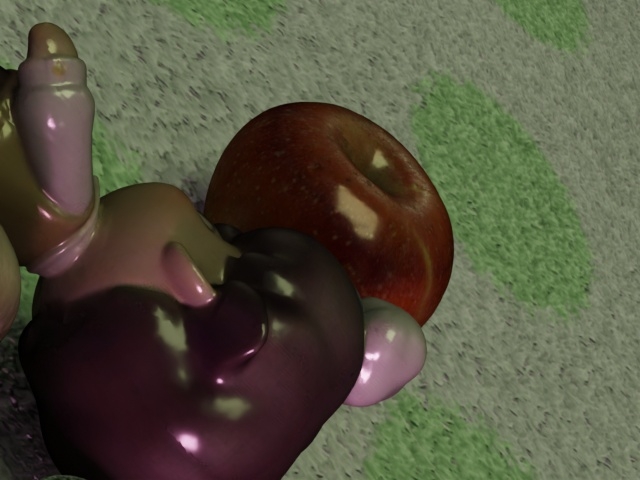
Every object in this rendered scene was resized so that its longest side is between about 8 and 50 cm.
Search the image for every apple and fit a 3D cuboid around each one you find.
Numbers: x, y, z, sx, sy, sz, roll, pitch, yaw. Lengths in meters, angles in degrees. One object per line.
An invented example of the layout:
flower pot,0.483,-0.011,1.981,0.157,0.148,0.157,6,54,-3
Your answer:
apple,0.000,0.000,1.211,0.201,0.162,0.201,31,29,-20

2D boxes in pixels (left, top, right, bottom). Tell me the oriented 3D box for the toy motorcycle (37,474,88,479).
toy motorcycle,-0.147,0.255,0.814,0.187,0.125,0.274,-2,67,-41

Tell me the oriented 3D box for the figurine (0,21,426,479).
figurine,-0.129,0.003,0.973,0.365,0.218,0.206,55,33,-7

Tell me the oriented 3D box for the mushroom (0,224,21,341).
mushroom,-0.237,0.065,0.794,0.207,0.207,0.215,-6,60,-54
